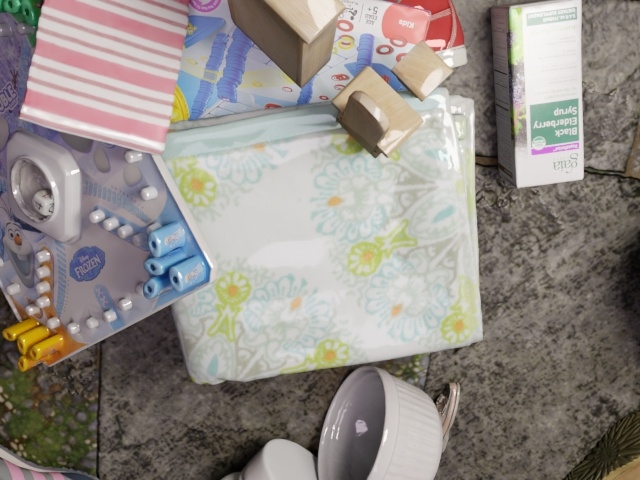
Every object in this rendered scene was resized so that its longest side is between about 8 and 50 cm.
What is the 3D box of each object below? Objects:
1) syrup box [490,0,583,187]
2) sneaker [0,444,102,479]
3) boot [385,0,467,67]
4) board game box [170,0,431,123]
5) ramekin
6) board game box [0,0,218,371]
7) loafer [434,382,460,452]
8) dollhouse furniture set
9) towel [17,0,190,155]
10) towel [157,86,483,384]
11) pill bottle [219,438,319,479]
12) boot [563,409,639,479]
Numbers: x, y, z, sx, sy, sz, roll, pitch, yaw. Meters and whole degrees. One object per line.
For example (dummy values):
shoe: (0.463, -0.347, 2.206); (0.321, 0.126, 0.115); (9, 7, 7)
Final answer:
syrup box: (0.289, -0.197, 1.001); (0.093, 0.096, 0.237); (-8, 108, -1)
sneaker: (-0.453, 0.406, 1.143); (0.319, 0.131, 0.112); (22, 105, -10)
boot: (0.055, -0.286, 0.971); (0.244, 0.088, 0.176); (-14, 101, 2)
board game box: (-0.054, -0.157, 0.906); (0.308, 0.086, 0.302); (10, 107, -6)
ramekin: (0.089, 0.298, 1.103); (0.109, 0.207, 0.207); (21, 106, -19)
board game box: (-0.339, -0.059, 0.885); (0.390, 0.050, 0.390); (-27, 92, 39)
loafer: (0.189, 0.279, 1.183); (0.039, 0.045, 0.125); (11, 110, 0)
dollhouse furniture set: (0.083, -0.311, 0.712); (0.355, 0.174, 0.303); (-45, 90, -3)
towel: (-0.213, -0.191, 0.760); (0.144, 0.029, 0.197); (13, 74, -25)
towel: (0.000, 0.000, 0.870); (0.374, 0.090, 0.321); (-8, 108, 0)
pill bottle: (-0.131, 0.491, 1.150); (0.204, 0.204, 0.361); (38, 103, -14)
boot: (0.562, 0.418, 1.231); (0.269, 0.089, 0.236); (35, 114, -13)
